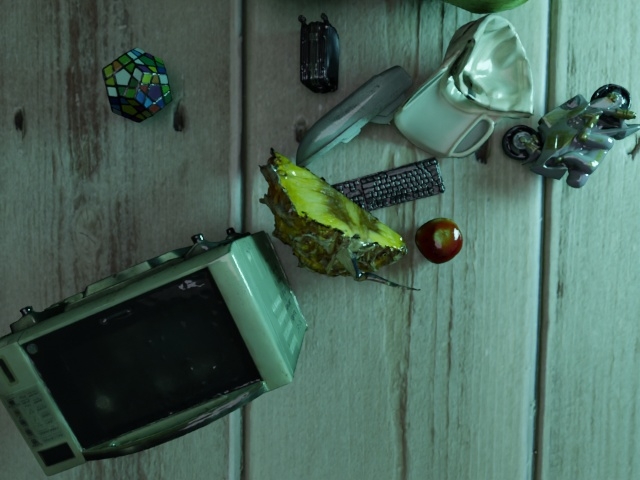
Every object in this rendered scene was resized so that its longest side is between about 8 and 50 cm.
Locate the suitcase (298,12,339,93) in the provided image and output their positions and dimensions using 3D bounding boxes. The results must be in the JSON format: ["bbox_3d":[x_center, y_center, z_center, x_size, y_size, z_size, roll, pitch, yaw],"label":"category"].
[{"bbox_3d":[-0.002,-0.337,0.853,0.059,0.086,0.126,2,93,19],"label":"suitcase"}]

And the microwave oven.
[{"bbox_3d":[-0.256,0.148,0.772,0.394,0.333,0.247,-22,95,4],"label":"microwave oven"}]

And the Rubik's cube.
[{"bbox_3d":[-0.341,-0.288,0.868,0.112,0.133,0.133,-16,92,-22],"label":"Rubik's cube"}]

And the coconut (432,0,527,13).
[{"bbox_3d":[0.275,-0.504,0.718,0.328,0.328,0.281,-5,96,5],"label":"coconut"}]

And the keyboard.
[{"bbox_3d":[0.118,-0.097,0.887,0.231,0.023,0.072,-14,89,5],"label":"keyboard"}]

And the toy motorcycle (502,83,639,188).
[{"bbox_3d":[0.455,-0.173,0.831,0.225,0.073,0.152,-24,83,14],"label":"toy motorcycle"}]

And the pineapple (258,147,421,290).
[{"bbox_3d":[-0.002,0.002,0.824,0.334,0.158,0.161,34,116,-7],"label":"pineapple"}]

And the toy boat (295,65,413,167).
[{"bbox_3d":[0.059,-0.217,0.861,0.260,0.078,0.085,-38,113,3],"label":"toy boat"}]

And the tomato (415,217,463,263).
[{"bbox_3d":[0.221,0.000,0.858,0.087,0.075,0.087,0,89,3],"label":"tomato"}]

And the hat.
[{"bbox_3d":[0.247,-0.270,0.834,0.226,0.219,0.164,-21,50,36],"label":"hat"}]
